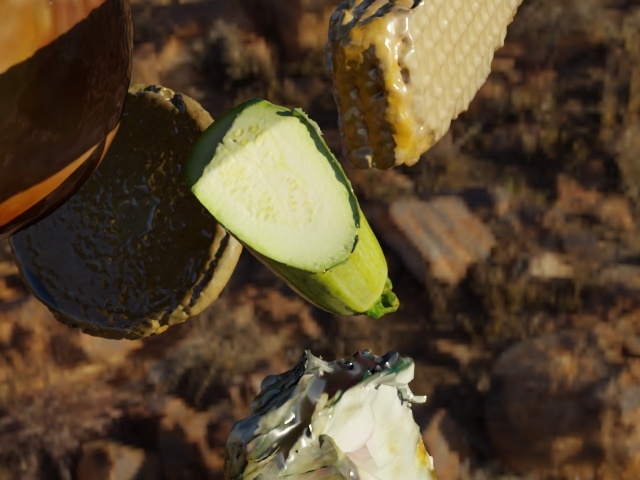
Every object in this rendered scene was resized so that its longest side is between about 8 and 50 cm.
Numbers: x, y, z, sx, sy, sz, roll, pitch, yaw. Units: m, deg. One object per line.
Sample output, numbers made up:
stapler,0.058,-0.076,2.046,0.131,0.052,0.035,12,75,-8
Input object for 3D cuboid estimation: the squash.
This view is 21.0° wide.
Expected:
squash,0.001,-0.001,1.132,0.075,0.200,0.090,-3,52,44

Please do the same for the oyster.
oyster,0.027,0.154,0.810,0.092,0.260,0.198,-11,54,6

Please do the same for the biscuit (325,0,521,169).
biscuit,0.088,-0.166,1.055,0.054,0.094,0.379,-1,31,23

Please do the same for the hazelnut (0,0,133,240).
hazelnut,-0.287,-0.180,1.172,0.359,0.359,0.409,-6,48,-4

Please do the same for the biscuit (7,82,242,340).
biscuit,-0.159,-0.024,1.423,0.226,0.042,0.226,-5,78,21
